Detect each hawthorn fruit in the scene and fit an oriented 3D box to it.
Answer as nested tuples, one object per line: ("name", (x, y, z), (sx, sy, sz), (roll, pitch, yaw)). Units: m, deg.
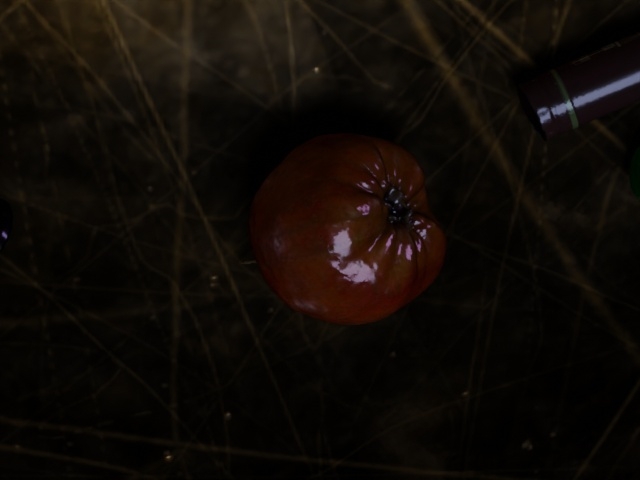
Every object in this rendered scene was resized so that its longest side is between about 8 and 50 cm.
("hawthorn fruit", (0.011, 0.000, 0.977), (0.140, 0.125, 0.125), (-36, 125, 9))

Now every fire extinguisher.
("fire extinguisher", (0.207, -0.113, 1.000), (0.158, 0.043, 0.064), (-23, 157, 2))

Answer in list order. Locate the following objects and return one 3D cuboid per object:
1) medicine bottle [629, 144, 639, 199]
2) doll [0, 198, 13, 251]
("medicine bottle", (0.336, -0.033, 1.077), (0.261, 0.064, 0.095), (8, 122, -19))
("doll", (-0.287, -0.059, 0.857), (0.182, 0.117, 0.257), (-37, 126, 10))
